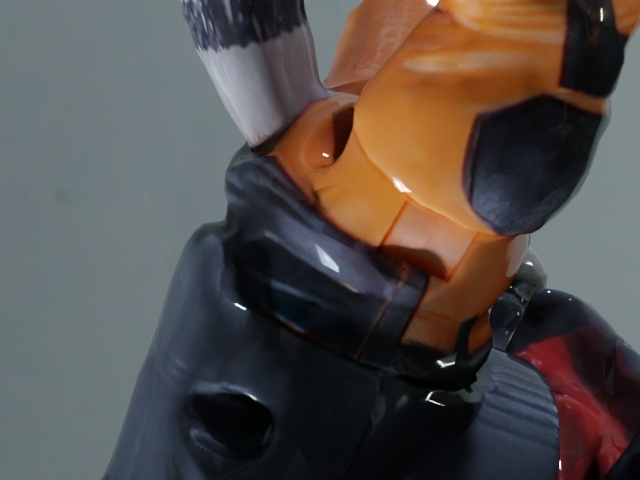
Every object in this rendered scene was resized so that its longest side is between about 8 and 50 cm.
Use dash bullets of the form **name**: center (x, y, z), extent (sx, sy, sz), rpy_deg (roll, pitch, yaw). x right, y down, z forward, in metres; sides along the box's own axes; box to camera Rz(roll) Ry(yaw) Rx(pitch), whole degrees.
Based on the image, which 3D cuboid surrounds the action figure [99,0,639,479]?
- **action figure**: center (0.000, 0.000, 0.560), extent (0.179, 0.341, 0.330), rpy_deg (8, 99, -16)
